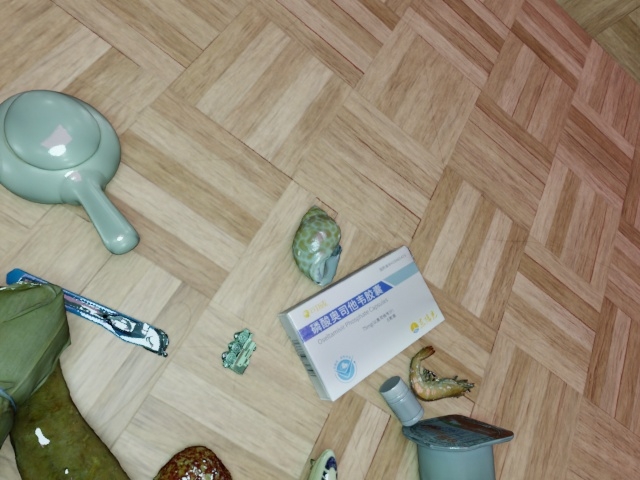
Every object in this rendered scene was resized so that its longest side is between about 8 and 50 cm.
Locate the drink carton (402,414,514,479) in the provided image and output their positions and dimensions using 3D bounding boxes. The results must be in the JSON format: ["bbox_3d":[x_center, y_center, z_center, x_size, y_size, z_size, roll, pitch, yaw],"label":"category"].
[{"bbox_3d":[0.275,0.481,0.900,0.191,0.185,0.189,1,87,-26],"label":"drink carton"}]

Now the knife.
[{"bbox_3d":[-0.399,0.128,0.762,0.297,0.026,0.044,29,77,-16],"label":"knife"}]

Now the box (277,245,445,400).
[{"bbox_3d":[0.100,0.168,0.956,0.344,0.065,0.200,-26,87,-28],"label":"box"}]

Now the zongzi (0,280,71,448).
[{"bbox_3d":[-0.543,0.209,0.500,0.357,0.174,0.392,3,42,-8],"label":"zongzi"}]

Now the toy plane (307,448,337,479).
[{"bbox_3d":[-0.016,0.511,0.786,0.242,0.104,0.255,18,69,-17],"label":"toy plane"}]

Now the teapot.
[{"bbox_3d":[-0.417,-0.131,0.756,0.318,0.149,0.219,33,66,-12],"label":"teapot"}]

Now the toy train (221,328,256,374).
[{"bbox_3d":[-0.155,0.215,0.845,0.053,0.033,0.083,39,63,-16],"label":"toy train"}]

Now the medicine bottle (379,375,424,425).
[{"bbox_3d":[0.177,0.348,0.945,0.058,0.058,0.091,-36,92,-28],"label":"medicine bottle"}]

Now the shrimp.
[{"bbox_3d":[0.281,0.310,1.022,0.179,0.034,0.124,0,69,-20],"label":"shrimp"}]

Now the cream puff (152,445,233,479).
[{"bbox_3d":[-0.212,0.429,0.730,0.149,0.084,0.148,6,75,-23],"label":"cream puff"}]

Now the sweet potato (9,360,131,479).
[{"bbox_3d":[-0.381,0.336,0.663,0.131,0.130,0.422,-25,77,-28],"label":"sweet potato"}]

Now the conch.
[{"bbox_3d":[-0.009,0.010,0.934,0.116,0.106,0.172,-7,97,-48],"label":"conch"}]
